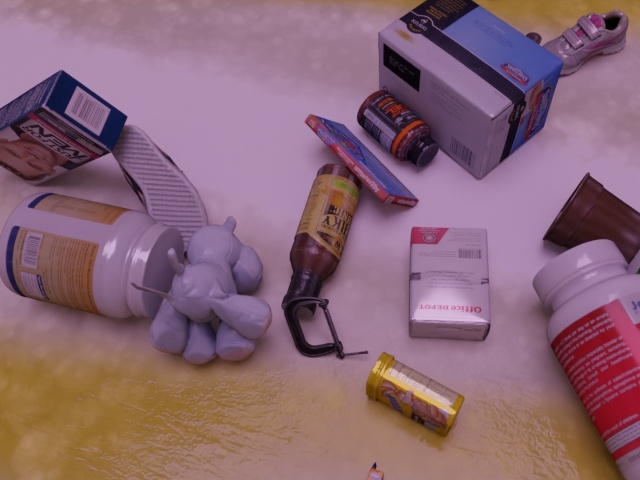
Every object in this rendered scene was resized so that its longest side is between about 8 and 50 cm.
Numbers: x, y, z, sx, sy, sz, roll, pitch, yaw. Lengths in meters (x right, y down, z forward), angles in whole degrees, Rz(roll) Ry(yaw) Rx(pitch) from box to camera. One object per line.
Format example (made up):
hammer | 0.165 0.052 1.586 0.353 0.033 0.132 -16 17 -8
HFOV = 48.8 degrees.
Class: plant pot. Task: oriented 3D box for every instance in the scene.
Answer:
plant pot | 0.574 -0.027 1.449 0.165 0.167 0.167 35 69 13

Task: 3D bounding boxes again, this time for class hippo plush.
hippo plush | -0.238 0.091 1.429 0.234 0.294 0.236 -37 29 27

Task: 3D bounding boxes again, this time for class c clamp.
c clamp | 0.004 0.174 1.406 0.137 0.160 0.022 -18 21 18

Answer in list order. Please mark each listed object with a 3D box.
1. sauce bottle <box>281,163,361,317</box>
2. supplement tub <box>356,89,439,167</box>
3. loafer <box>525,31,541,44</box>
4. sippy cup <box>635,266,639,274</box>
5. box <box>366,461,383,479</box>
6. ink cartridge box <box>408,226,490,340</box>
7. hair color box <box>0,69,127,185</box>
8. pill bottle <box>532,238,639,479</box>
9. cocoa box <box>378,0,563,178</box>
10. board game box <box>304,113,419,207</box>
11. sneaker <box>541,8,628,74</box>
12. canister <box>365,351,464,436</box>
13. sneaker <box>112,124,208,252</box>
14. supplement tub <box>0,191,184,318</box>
sauce bottle | 0.000 0.000 1.508 0.112 0.111 0.344 11 64 11
supplement tub | 0.183 -0.255 1.635 0.106 0.106 0.198 -37 64 -15
loafer | 0.499 -0.446 1.748 0.056 0.050 0.148 38 86 26
sippy cup | 0.765 0.082 1.338 0.224 0.305 0.240 -27 27 -22
box | 0.085 0.466 1.252 0.028 0.081 0.136 18 64 14
ink cartridge box | 0.261 0.088 1.443 0.159 0.092 0.217 2 59 6
hair color box | -0.606 -0.238 1.564 0.347 0.174 0.105 -12 53 42
pill bottle | 0.557 0.210 1.268 0.229 0.229 0.407 -20 61 -6
cocoa box | 0.329 -0.365 1.610 0.228 0.231 0.347 -38 64 -16
board game box | 0.092 -0.180 1.589 0.281 0.145 0.027 49 113 26
sneaker | 0.643 -0.498 1.726 0.252 0.111 0.103 -26 62 -9
canister | 0.176 0.290 1.319 0.170 0.126 0.073 26 66 16
sneaker | -0.355 -0.114 1.605 0.126 0.127 0.321 -31 86 -6
supplement tub | -0.467 0.035 1.460 0.317 0.228 0.228 12 63 12
